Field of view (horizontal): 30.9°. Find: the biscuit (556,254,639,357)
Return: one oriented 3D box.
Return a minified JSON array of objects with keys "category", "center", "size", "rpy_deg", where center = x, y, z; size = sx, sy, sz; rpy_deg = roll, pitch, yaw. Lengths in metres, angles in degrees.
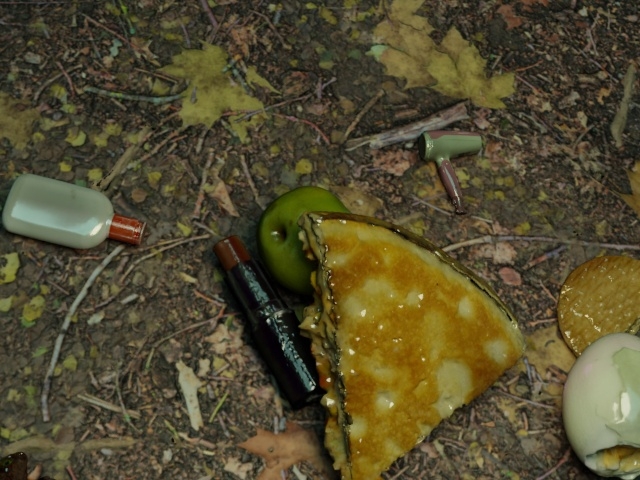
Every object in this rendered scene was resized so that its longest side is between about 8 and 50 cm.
[{"category":"biscuit","center":[0.469,0.103,1.917],"size":[0.144,0.033,0.224],"rpy_deg":[42,65,15]}]

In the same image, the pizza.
[{"category":"pizza","center":[0.086,0.185,1.735],"size":[0.440,0.130,0.406],"rpy_deg":[30,77,-25]}]

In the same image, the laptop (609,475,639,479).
[{"category":"laptop","center":[0.537,0.400,1.789],"size":[0.187,0.015,0.269],"rpy_deg":[27,63,6]}]

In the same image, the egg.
[{"category":"egg","center":[0.458,0.242,1.766],"size":[0.183,0.183,0.217],"rpy_deg":[7,51,-5]}]

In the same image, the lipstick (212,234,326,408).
[{"category":"lipstick","center":[-0.080,0.121,1.797],"size":[0.081,0.081,0.300],"rpy_deg":[-24,72,-19]}]

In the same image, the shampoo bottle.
[{"category":"shampoo bottle","center":[-0.389,-0.038,1.846],"size":[0.221,0.051,0.108],"rpy_deg":[14,60,-1]}]

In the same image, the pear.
[{"category":"pear","center":[0.000,0.000,1.836],"size":[0.180,0.166,0.216],"rpy_deg":[34,21,35]}]

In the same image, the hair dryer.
[{"category":"hair dryer","center":[0.229,-0.116,1.989],"size":[0.106,0.054,0.154],"rpy_deg":[-1,74,-14]}]

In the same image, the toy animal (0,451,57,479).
[{"category":"toy animal","center":[-0.431,0.393,1.618],"size":[0.218,0.116,0.179],"rpy_deg":[-21,36,11]}]
